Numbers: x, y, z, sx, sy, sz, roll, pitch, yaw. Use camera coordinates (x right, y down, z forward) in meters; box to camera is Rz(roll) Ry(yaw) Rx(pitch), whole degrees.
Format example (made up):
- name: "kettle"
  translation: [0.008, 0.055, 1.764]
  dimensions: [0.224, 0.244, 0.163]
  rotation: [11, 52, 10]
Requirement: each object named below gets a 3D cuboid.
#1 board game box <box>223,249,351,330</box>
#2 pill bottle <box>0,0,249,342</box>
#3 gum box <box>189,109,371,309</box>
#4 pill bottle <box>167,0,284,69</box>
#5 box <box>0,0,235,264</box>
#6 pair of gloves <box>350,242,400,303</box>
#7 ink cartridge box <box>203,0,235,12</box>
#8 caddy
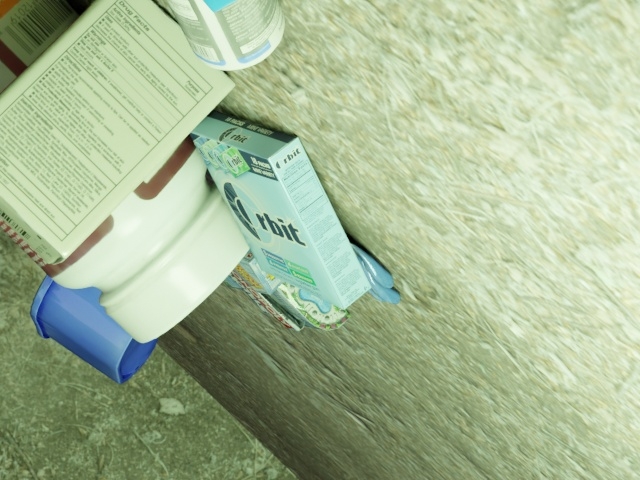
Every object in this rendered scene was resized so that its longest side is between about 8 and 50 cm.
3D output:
- name: "board game box"
  translation: [-0.062, 0.038, 1.906]
  dimensions: [0.194, 0.060, 0.194]
  rotation: [47, 167, -16]
- name: "pill bottle"
  translation: [-0.263, -0.092, 1.738]
  dimensions: [0.392, 0.224, 0.224]
  rotation: [46, 166, -12]
- name: "gum box"
  translation: [-0.042, -0.032, 1.606]
  dimensions: [0.157, 0.041, 0.184]
  rotation: [24, 145, 53]
- name: "pill bottle"
  translation: [-0.080, -0.195, 1.210]
  dimensions: [0.078, 0.078, 0.137]
  rotation: [35, 164, 30]
- name: "box"
  translation: [-0.219, -0.110, 1.531]
  dimensions: [0.148, 0.232, 0.127]
  rotation: [45, 167, -7]
- name: "pair of gloves"
  translation: [0.000, 0.000, 1.697]
  dimensions: [0.159, 0.023, 0.198]
  rotation: [52, 163, -28]
- name: "ink cartridge box"
  translation: [-0.090, -0.261, 0.987]
  dimensions: [0.231, 0.078, 0.134]
  rotation: [47, 152, -16]
- name: "caddy"
  translation: [-0.264, 0.040, 2.108]
  dimensions: [0.179, 0.241, 0.341]
  rotation: [37, 166, 5]
